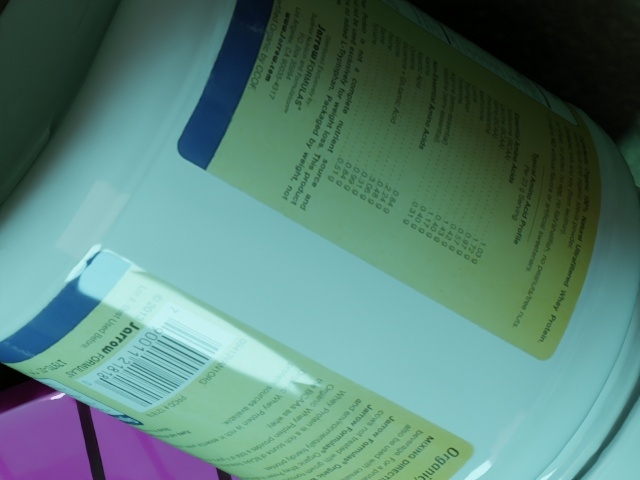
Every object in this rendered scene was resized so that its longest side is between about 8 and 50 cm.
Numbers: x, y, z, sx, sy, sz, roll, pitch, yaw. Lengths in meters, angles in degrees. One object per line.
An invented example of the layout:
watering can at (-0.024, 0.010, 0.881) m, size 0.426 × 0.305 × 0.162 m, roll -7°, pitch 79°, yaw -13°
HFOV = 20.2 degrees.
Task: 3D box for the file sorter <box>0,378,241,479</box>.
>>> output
file sorter at (-0.152, 0.217, 1.006) m, size 0.291 × 0.182 × 0.202 m, roll -22°, pitch 130°, yaw 1°

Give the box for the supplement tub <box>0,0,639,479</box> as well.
supplement tub at (0.000, 0.000, 0.816) m, size 0.316 × 0.228 × 0.228 m, roll 30°, pitch 126°, yaw -25°
